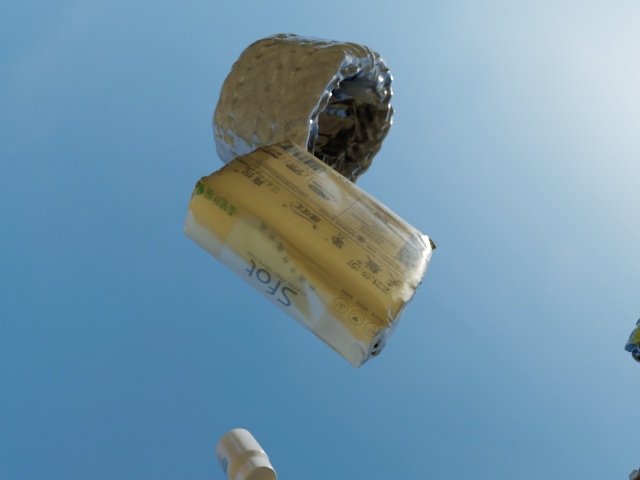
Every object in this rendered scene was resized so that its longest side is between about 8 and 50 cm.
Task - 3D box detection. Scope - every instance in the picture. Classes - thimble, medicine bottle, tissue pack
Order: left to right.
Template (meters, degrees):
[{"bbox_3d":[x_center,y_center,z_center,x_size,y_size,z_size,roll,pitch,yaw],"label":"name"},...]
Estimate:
[{"bbox_3d":[-0.092,0.274,0.581,0.052,0.089,0.052,-5,-79,-30],"label":"medicine bottle"},{"bbox_3d":[-0.014,-0.173,0.673,0.157,0.217,0.245,24,-130,29],"label":"thimble"},{"bbox_3d":[0.000,0.000,0.484,0.222,0.090,0.186,37,-145,5],"label":"tissue pack"}]

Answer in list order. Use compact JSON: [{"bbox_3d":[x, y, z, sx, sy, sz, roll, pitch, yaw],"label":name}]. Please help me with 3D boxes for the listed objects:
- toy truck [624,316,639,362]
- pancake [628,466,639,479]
[{"bbox_3d":[0.620,0.177,0.797,0.169,0.077,0.100,20,-105,31],"label":"toy truck"},{"bbox_3d":[0.248,0.268,0.256,0.057,0.244,0.266,8,-150,-23],"label":"pancake"}]
